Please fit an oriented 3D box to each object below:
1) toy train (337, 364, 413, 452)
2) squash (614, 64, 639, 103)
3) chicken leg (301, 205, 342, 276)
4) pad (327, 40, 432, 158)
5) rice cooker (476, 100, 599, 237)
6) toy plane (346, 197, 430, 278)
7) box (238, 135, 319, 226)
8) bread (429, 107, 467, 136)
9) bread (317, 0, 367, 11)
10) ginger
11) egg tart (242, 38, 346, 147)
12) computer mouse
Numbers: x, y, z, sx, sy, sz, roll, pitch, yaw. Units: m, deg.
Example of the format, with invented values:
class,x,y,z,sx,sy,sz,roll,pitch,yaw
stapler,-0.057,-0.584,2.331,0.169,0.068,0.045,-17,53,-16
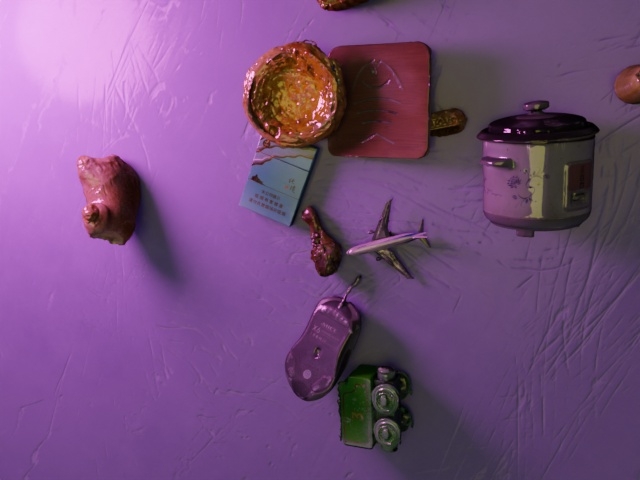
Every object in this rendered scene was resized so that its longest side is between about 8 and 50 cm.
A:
class,x,y,z,sx,sy,sz,roll,pitch,yaw
toy train,0.150,0.459,1.834,0.188,0.132,0.243,3,103,23
squash,0.703,-0.352,1.461,0.094,0.224,0.094,3,98,20
chicken leg,0.002,-0.001,1.811,0.085,0.069,0.198,-22,89,42
pad,0.142,-0.352,1.685,0.286,0.018,0.284,6,103,28
rice cooker,0.500,-0.172,1.535,0.316,0.264,0.317,-6,104,-25
toy plane,0.179,0.006,1.762,0.226,0.058,0.226,-12,102,21
box,-0.115,-0.173,1.811,0.162,0.041,0.229,23,107,9
bread,0.310,-0.293,1.663,0.110,0.060,0.066,-8,113,14
bread,0.081,-0.669,1.623,0.222,0.096,0.182,-15,97,20
ginger,-0.606,-0.114,1.876,0.130,0.221,0.276,-15,106,27
egg tart,-0.060,-0.381,1.722,0.290,0.107,0.291,4,108,14
computer mouse,0.033,0.268,1.842,0.167,0.090,0.379,30,94,28
